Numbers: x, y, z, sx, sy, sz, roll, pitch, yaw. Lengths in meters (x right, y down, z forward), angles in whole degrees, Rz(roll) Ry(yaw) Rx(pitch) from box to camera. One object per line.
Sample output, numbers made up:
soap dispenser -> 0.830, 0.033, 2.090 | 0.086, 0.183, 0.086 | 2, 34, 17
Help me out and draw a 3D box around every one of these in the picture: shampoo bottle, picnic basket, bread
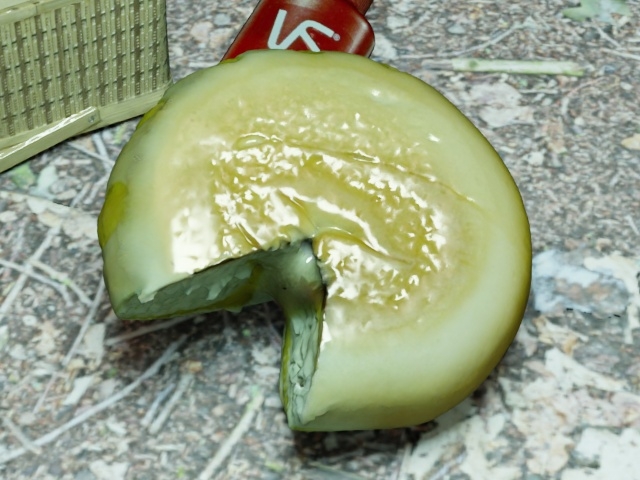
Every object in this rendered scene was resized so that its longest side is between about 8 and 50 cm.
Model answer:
shampoo bottle -> -0.035, -0.139, 1.377 | 0.118, 0.076, 0.314 | 22, 60, 14
picnic basket -> -0.315, -0.195, 1.408 | 0.312, 0.175, 0.228 | -22, 49, -22
bread -> 0.000, 0.000, 1.194 | 0.333, 0.160, 0.333 | 4, 67, -9
